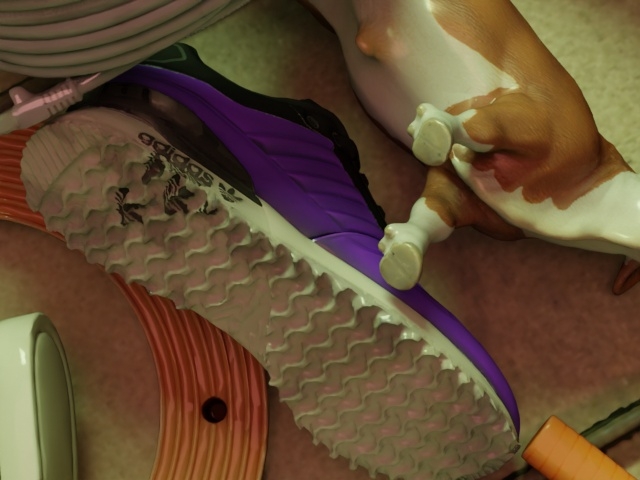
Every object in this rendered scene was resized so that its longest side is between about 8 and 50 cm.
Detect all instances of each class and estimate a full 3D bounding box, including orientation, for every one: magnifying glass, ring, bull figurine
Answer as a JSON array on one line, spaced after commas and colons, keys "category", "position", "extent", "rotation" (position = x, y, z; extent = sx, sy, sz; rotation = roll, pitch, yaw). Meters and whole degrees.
[{"category": "magnifying glass", "position": [0.205, 0.174, 0.687], "extent": [0.231, 0.026, 0.092], "rotation": [38, 84, 9]}, {"category": "ring", "position": [-0.194, 0.096, 0.720], "extent": [0.336, 0.032, 0.336], "rotation": [-1, 81, 4]}, {"category": "bull figurine", "position": [0.070, -0.075, 0.676], "extent": [0.310, 0.188, 0.101], "rotation": [50, 125, 17]}]

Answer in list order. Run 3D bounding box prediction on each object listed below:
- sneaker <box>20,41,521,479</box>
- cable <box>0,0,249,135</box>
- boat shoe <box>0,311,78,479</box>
[{"category": "sneaker", "position": [0.000, -0.001, 0.688], "extent": [0.293, 0.102, 0.146], "rotation": [40, 40, -12]}, {"category": "cable", "position": [-0.097, -0.199, 0.627], "extent": [0.257, 0.089, 0.257], "rotation": [-24, 54, 12]}, {"category": "boat shoe", "position": [-0.168, 0.188, 0.636], "extent": [0.091, 0.109, 0.305], "rotation": [-5, 74, 3]}]
